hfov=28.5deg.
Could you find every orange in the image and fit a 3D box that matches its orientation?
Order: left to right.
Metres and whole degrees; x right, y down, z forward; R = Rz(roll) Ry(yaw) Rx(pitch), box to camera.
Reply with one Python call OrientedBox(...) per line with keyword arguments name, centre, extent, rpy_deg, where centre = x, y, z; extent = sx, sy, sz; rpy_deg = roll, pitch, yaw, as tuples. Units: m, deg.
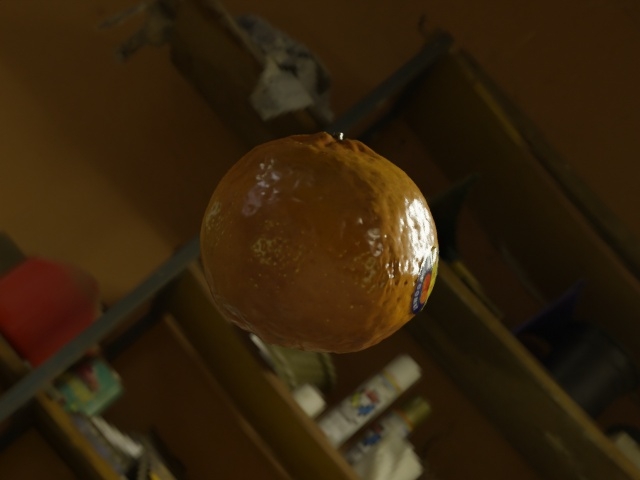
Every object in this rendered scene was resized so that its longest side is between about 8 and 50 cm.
OrientedBox(name="orange", centre=(0.000, 0.003, 0.924), extent=(0.178, 0.178, 0.155), rpy_deg=(31, -58, 39))
